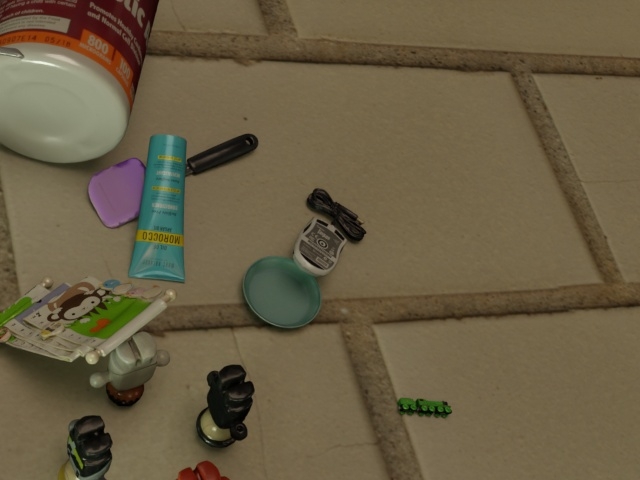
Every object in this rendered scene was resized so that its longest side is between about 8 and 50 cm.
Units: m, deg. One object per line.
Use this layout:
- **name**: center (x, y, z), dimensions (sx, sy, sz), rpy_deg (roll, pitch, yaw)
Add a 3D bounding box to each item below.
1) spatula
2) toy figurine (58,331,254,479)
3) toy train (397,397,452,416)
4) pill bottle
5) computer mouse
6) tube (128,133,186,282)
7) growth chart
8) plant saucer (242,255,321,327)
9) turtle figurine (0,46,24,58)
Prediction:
- **spatula**: center (-0.208, -0.105, 1.750), dimensions (0.296, 0.030, 0.084), rpy_deg (-26, 83, -37)
- **toy figurine**: center (-0.199, 0.238, 1.451), dimensions (0.210, 0.148, 0.213), rpy_deg (20, 53, -3)
- **toy train**: center (0.148, 0.237, 1.683), dimensions (0.083, 0.017, 0.023), rpy_deg (7, 44, -20)
- **pill bottle**: center (-0.355, -0.326, 1.714), dimensions (0.224, 0.224, 0.392), rpy_deg (16, 53, -14)
- **computer mouse**: center (0.000, 0.000, 1.752), dimensions (0.106, 0.042, 0.193), rpy_deg (37, 35, -3)
- **tube**: center (-0.224, -0.045, 1.672), dimensions (0.080, 0.052, 0.207), rpy_deg (6, 78, -14)
- **growth chart**: center (-0.309, 0.095, 1.489), dimensions (0.237, 0.021, 0.172), rpy_deg (5, 36, 33)
- **plant saucer**: center (-0.058, 0.078, 1.698), dimensions (0.119, 0.021, 0.119), rpy_deg (12, 54, -17)
- **turtle figurine**: center (-0.572, -0.204, 1.521), dimensions (0.266, 0.198, 0.274), rpy_deg (43, 72, -3)
